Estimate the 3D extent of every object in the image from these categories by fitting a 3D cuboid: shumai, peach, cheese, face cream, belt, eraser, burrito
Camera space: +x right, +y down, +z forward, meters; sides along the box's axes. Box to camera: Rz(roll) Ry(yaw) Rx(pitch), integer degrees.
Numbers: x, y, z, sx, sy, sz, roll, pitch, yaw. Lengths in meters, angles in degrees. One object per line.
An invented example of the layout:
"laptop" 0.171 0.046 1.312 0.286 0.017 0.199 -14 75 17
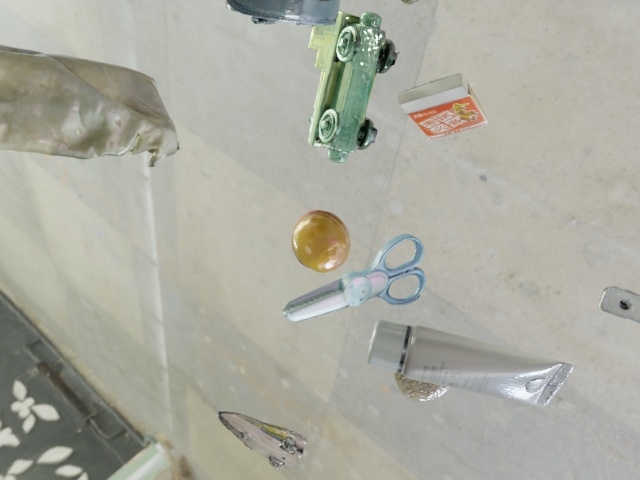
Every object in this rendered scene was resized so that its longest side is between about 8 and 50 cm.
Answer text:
"shumai" 0.223 0.279 1.290 0.146 0.145 0.116 57 180 -4
"peach" 0.000 0.000 1.265 0.138 0.138 0.138 27 135 31
"cheese" 0.539 0.124 0.870 0.234 0.049 0.127 23 91 15
"face cream" 0.234 0.205 0.962 0.314 0.089 0.143 14 138 9
"belt" -0.082 -0.486 1.157 0.206 0.267 0.116 33 125 38
"eraser" 0.302 -0.320 1.423 0.157 0.230 0.038 -12 72 27
"burrito" -0.368 -0.197 0.835 0.190 0.331 0.135 -130 46 -58

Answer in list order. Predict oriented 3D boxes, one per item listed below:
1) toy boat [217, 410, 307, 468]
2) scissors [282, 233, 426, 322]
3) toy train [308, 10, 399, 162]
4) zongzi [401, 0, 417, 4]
"toy boat" -0.124 0.404 1.209 0.210 0.066 0.084 34 110 -15
"scissors" 0.058 0.077 0.946 0.030 0.255 0.125 -138 33 -58
"toy train" 0.051 -0.389 1.479 0.237 0.150 0.369 35 116 50
"zongzi" 0.116 -0.543 1.099 0.184 0.084 0.187 50 -179 -33
